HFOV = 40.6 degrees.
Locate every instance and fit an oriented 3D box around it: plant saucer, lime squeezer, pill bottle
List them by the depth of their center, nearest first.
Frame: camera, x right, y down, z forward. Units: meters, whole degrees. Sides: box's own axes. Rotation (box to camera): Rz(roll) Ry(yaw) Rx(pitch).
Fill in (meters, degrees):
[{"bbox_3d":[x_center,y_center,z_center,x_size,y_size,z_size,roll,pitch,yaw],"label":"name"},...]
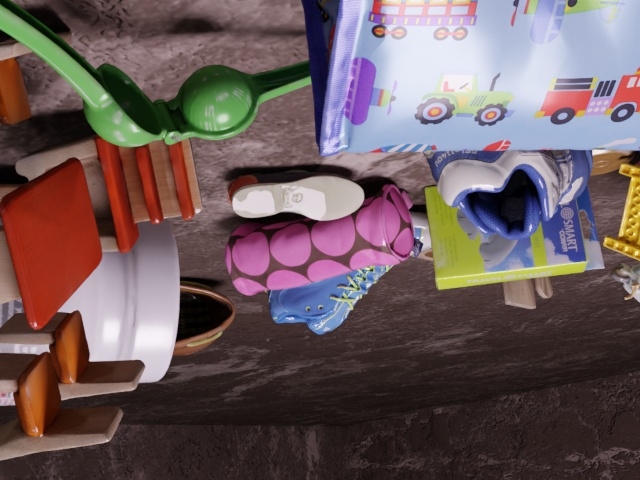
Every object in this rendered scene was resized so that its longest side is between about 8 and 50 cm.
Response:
[{"bbox_3d":[-0.084,-0.110,0.560,0.310,0.059,0.110,-5,132,-39],"label":"lime squeezer"},{"bbox_3d":[-0.329,0.050,0.808,0.363,0.210,0.210,4,160,-25],"label":"pill bottle"},{"bbox_3d":[0.284,-0.084,0.881,0.083,0.015,0.083,-4,162,-1],"label":"plant saucer"}]

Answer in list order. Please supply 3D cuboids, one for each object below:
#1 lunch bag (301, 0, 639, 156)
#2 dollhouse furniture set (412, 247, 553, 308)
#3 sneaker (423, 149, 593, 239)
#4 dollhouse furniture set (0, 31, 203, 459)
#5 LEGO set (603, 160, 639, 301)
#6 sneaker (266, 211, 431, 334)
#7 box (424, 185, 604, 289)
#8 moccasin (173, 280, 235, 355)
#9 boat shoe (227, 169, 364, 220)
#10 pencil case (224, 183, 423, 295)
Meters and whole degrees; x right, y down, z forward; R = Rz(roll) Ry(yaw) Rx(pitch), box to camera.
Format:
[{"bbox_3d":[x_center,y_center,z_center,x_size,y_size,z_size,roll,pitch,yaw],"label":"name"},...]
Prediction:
[{"bbox_3d":[0.116,-0.178,0.410,0.221,0.138,0.293,-1,150,-8],"label":"lunch bag"},{"bbox_3d":[0.201,0.041,1.070,0.151,0.123,0.144,-21,156,40],"label":"dollhouse furniture set"},{"bbox_3d":[0.161,-0.054,0.752,0.112,0.131,0.296,-19,159,32],"label":"sneaker"},{"bbox_3d":[-0.174,-0.018,0.623,0.135,0.262,0.259,-8,-164,3],"label":"dollhouse furniture set"},{"bbox_3d":[0.384,-0.061,0.848,0.107,0.132,0.287,-17,144,-38],"label":"LEGO set"},{"bbox_3d":[0.037,0.046,1.033,0.240,0.126,0.091,-13,161,25],"label":"sneaker"},{"bbox_3d":[0.206,-0.013,0.927,0.178,0.109,0.042,-7,161,7],"label":"box"},{"bbox_3d":[-0.284,0.106,1.113,0.380,0.139,0.147,9,157,-37],"label":"moccasin"},{"bbox_3d":[-0.025,-0.048,0.866,0.137,0.049,0.043,-3,-155,-13],"label":"boat shoe"},{"bbox_3d":[0.000,0.000,0.951,0.209,0.098,0.095,-12,127,26],"label":"pencil case"}]
